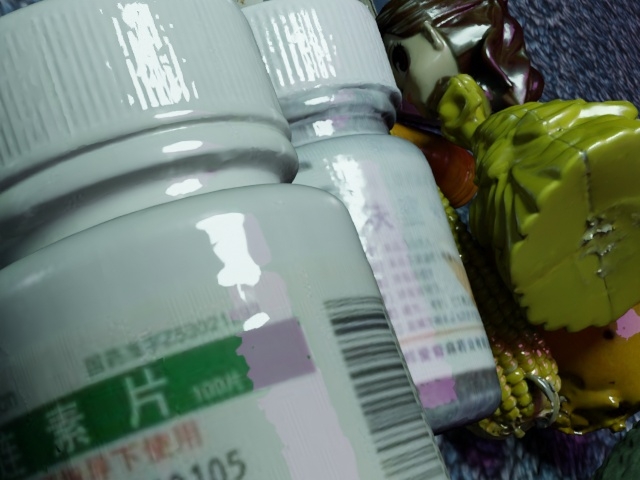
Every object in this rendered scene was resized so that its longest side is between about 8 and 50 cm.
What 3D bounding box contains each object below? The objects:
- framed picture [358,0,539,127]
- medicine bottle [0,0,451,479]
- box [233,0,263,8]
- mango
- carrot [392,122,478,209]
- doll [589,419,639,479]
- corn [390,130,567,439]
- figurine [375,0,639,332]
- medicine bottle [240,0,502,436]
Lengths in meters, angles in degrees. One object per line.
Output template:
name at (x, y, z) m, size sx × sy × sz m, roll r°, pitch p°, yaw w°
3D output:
framed picture at (0.126, -0.223, 1.256) m, size 0.335 × 0.022 × 0.247 m, roll 3°, pitch 64°, yaw -55°
medicine bottle at (-0.066, 0.067, 0.573) m, size 0.208 × 0.208 × 0.340 m, roll -4°, pitch 70°, yaw -57°
box at (-0.070, -0.147, 0.902) m, size 0.090 × 0.024 × 0.167 m, roll 13°, pitch 58°, yaw -50°
mango at (0.226, 0.038, 1.086) m, size 0.201 × 0.152 × 0.287 m, roll 21°, pitch 47°, yaw -35°
carrot at (0.055, -0.084, 1.014) m, size 0.256 × 0.061 × 0.061 m, roll 24°, pitch 48°, yaw -43°
doll at (0.350, 0.217, 0.957) m, size 0.247 × 0.350 × 0.247 m, roll 18°, pitch 32°, yaw -11°
corn at (0.084, 0.031, 0.932) m, size 0.293 × 0.106 × 0.106 m, roll 53°, pitch 32°, yaw -10°
figurine at (0.136, -0.095, 0.950) m, size 0.187 × 0.168 × 0.315 m, roll 27°, pitch 20°, yaw -45°
medicine bottle at (0.000, 0.000, 0.753) m, size 0.165 × 0.165 × 0.273 m, roll 0°, pitch 71°, yaw -56°
